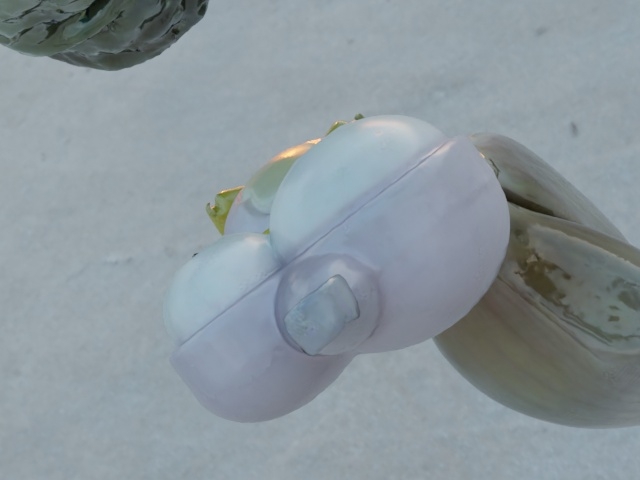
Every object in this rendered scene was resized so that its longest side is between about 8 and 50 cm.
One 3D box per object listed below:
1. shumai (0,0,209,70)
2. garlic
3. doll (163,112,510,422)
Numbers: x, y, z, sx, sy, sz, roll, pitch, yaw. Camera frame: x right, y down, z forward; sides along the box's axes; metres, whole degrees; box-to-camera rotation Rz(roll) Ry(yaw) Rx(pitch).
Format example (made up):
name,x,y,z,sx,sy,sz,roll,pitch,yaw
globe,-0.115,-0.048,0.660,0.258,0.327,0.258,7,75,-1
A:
name,x,y,z,sx,sy,sz,roll,pitch,yaw
shumai,-0.193,-0.242,0.714,0.304,0.309,0.263,2,18,16
garlic,0.242,0.031,1.078,0.340,0.246,0.231,21,50,4
doll,0.001,0.001,0.586,0.160,0.094,0.365,-33,7,3
